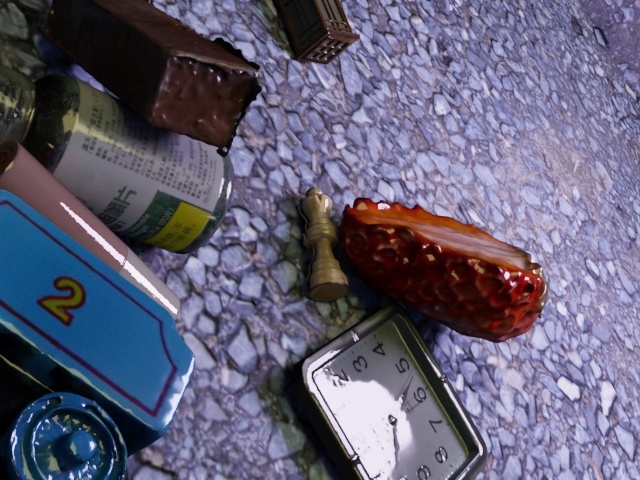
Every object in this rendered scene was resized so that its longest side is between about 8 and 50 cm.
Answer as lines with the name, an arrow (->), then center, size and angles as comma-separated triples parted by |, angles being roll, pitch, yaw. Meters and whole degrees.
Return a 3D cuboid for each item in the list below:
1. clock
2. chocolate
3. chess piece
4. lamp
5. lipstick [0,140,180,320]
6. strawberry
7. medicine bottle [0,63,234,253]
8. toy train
clock -> 0.098, 0.243, 1.195 | 0.279, 0.049, 0.273 | -25, 84, -52
chocolate -> -0.205, -0.213, 1.004 | 0.112, 0.111, 0.321 | 8, 23, -45
chess piece -> 0.000, 0.000, 1.255 | 0.060, 0.060, 0.172 | 18, 50, -39
lamp -> -0.043, -0.460, 1.493 | 0.090, 0.089, 0.325 | -6, 70, -48
lipstick -> -0.248, 0.008, 0.910 | 0.254, 0.070, 0.070 | 51, 35, -37
strawberry -> 0.170, 0.050, 1.311 | 0.336, 0.149, 0.265 | 17, 16, -22
medicine bottle -> -0.249, -0.092, 0.977 | 0.293, 0.141, 0.141 | 24, 49, -36
toy train -> -0.276, 0.117, 0.777 | 0.300, 0.188, 0.265 | 41, 37, -19
